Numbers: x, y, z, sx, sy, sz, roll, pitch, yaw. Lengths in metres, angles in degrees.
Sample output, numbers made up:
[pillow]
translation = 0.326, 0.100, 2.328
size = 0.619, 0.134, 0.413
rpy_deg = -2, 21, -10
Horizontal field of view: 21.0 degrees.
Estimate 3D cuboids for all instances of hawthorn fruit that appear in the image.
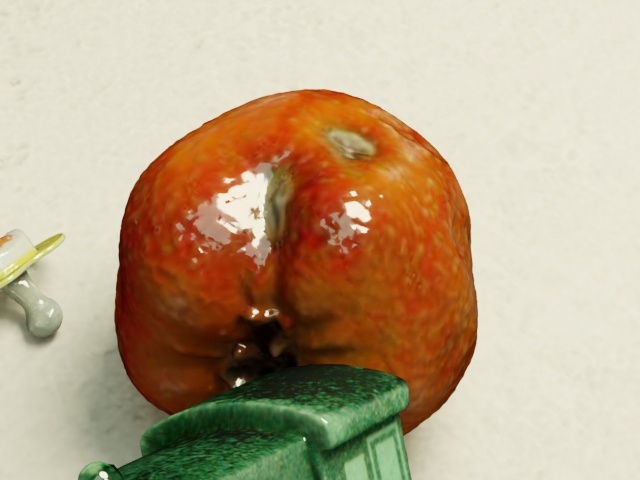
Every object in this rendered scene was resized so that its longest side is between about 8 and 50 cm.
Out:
[hawthorn fruit]
translation = 0.000, 0.000, 0.979
size = 0.207, 0.207, 0.243
rpy_deg = 19, 38, 8

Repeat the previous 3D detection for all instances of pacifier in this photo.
[pacifier]
translation = -0.180, 0.031, 1.021
size = 0.064, 0.068, 0.083
rpy_deg = 56, 46, -8

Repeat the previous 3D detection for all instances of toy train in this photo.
[toy train]
translation = -0.056, 0.169, 0.772
size = 0.138, 0.178, 0.330
rpy_deg = -8, 5, 31
